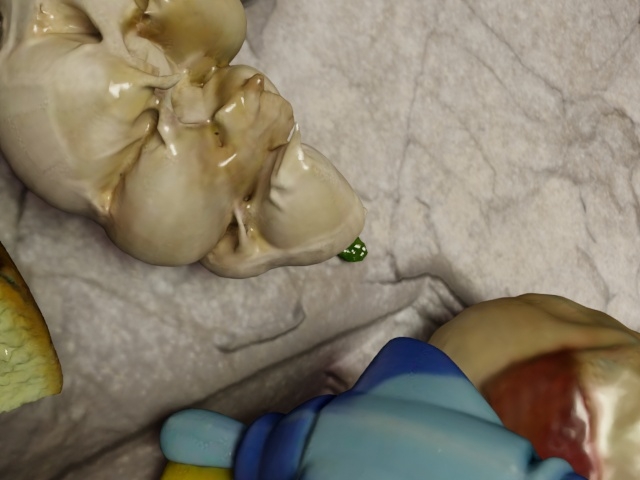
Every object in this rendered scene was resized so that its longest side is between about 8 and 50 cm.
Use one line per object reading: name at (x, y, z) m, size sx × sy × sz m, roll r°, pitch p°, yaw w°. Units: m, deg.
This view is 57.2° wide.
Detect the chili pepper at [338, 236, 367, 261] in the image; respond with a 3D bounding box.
chili pepper at (0.000, -0.001, 0.535) m, size 0.091 × 0.034 × 0.030 m, roll 11°, pitch 112°, yaw -29°

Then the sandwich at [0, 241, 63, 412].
sandwich at (-0.258, 0.001, 0.338) m, size 0.122 × 0.128 × 0.236 m, roll -24°, pitch 53°, yaw -30°

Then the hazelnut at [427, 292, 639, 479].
hazelnut at (0.211, 0.172, 0.540) m, size 0.261 × 0.261 × 0.241 m, roll -7°, pitch 118°, yaw -30°

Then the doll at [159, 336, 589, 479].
doll at (0.069, 0.222, 0.378) m, size 0.376 × 0.187 × 0.366 m, roll -39°, pitch 95°, yaw 13°

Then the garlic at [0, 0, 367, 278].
garlic at (-0.105, -0.073, 0.389) m, size 0.184 × 0.203 × 0.281 m, roll -35°, pitch 105°, yaw -9°
